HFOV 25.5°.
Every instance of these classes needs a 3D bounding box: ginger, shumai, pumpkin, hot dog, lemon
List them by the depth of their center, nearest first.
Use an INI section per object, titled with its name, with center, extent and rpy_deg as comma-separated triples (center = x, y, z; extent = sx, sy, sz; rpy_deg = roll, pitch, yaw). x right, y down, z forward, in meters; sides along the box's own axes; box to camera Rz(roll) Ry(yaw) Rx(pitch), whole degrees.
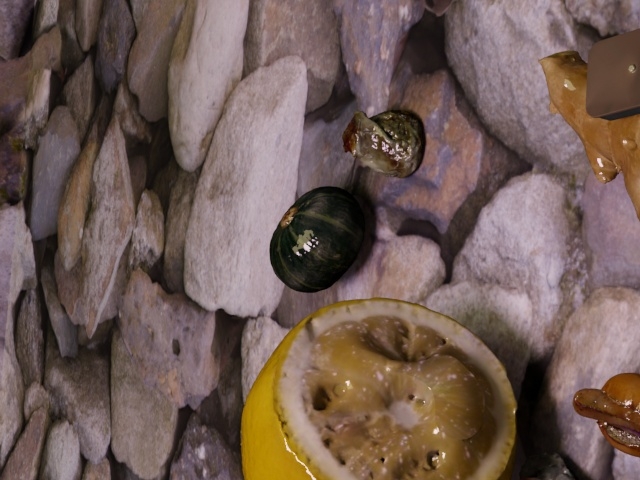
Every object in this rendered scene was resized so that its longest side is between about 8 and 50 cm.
[ginger]
center = 0.380, -0.091, 1.547
extent = 0.348, 0.122, 0.363
rpy_deg = -10, 79, 60
[hot dog]
center = 0.348, 0.193, 1.594
extent = 0.140, 0.060, 0.089
rpy_deg = 38, 113, 56
[lemon]
center = 0.063, 0.271, 1.781
extent = 0.364, 0.364, 0.364
rpy_deg = -12, 75, 56
[shumai]
center = 0.083, -0.143, 2.023
extent = 0.124, 0.087, 0.099
rpy_deg = 10, 93, 56
[pumpkin]
center = -0.003, -0.001, 2.093
extent = 0.125, 0.167, 0.167
rpy_deg = 48, 142, -9

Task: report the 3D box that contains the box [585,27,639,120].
[box]
center = 0.341, -0.179, 1.507
extent = 0.126, 0.031, 0.091
rpy_deg = -14, 66, 49

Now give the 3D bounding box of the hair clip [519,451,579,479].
[hair clip]
center = 0.307, 0.356, 1.604
extent = 0.321, 0.091, 0.138
rpy_deg = 30, 113, 56
